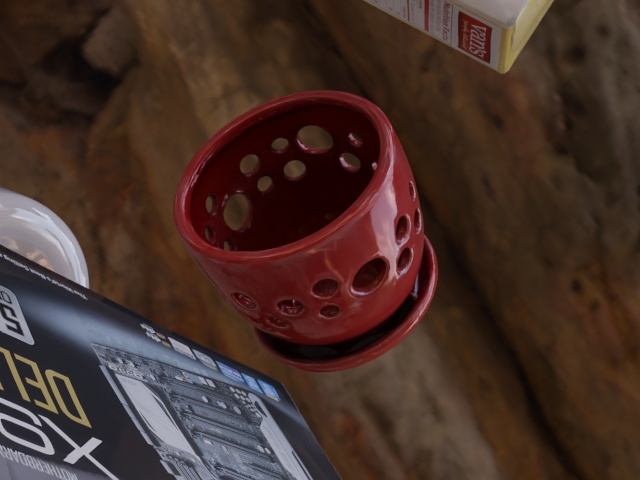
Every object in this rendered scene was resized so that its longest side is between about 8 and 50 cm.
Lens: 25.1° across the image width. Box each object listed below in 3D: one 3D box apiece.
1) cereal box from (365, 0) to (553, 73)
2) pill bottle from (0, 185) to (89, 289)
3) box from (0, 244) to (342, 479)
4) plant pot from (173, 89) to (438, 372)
[{"bbox_3d":[0.015,-0.194,0.572,0.240,0.173,0.047,29,-15,13],"label":"cereal box"},{"bbox_3d":[-0.288,0.017,1.058,0.264,0.146,0.146,19,-23,53],"label":"pill bottle"},{"bbox_3d":[-0.093,0.111,0.631,0.307,0.076,0.242,32,14,-40],"label":"box"},{"bbox_3d":[0.000,0.000,1.181,0.174,0.191,0.191,59,0,-40],"label":"plant pot"}]
